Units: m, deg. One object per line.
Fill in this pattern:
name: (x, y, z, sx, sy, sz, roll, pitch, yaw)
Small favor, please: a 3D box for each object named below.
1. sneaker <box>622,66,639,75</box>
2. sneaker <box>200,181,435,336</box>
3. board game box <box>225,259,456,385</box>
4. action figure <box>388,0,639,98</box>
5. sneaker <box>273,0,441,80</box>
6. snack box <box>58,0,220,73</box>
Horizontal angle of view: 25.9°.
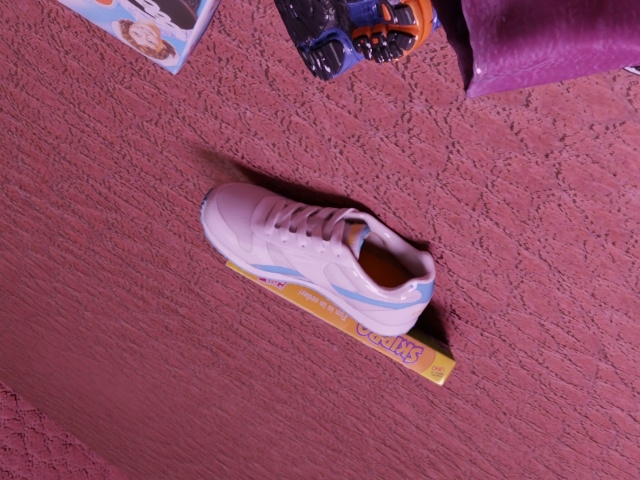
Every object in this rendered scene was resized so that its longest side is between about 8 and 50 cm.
sneaker: (0.174, -0.135, 0.876, 0.109, 0.040, 0.044, 31, 172, 5)
sneaker: (0.000, 0.000, 1.278, 0.229, 0.087, 0.092, 25, 145, -1)
board game box: (0.011, 0.060, 1.369, 0.259, 0.039, 0.124, 32, -177, 1)
action figure: (0.213, -0.141, 0.629, 0.370, 0.248, 0.276, 5, -170, -3)
sneaker: (0.035, -0.159, 0.923, 0.221, 0.087, 0.083, 18, 135, 62)
snack box: (-0.211, -0.263, 1.015, 0.322, 0.060, 0.187, 32, 156, -5)
